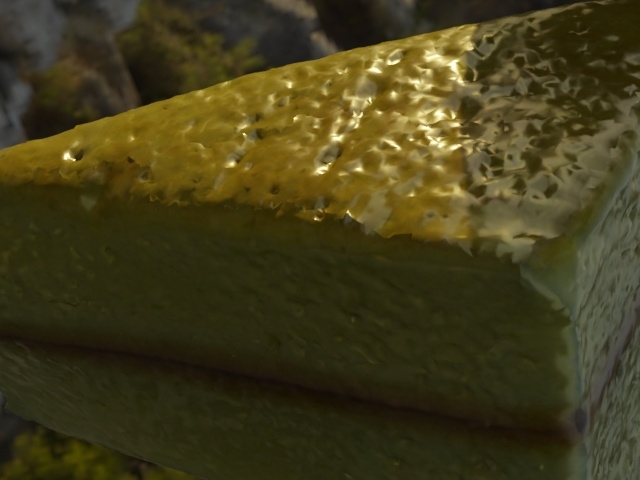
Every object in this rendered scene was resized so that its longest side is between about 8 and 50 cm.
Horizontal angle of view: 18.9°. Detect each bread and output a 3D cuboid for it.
[{"bbox_3d":[0.000,0.000,0.984,0.245,0.362,0.233,-58,149,-39],"label":"bread"}]
